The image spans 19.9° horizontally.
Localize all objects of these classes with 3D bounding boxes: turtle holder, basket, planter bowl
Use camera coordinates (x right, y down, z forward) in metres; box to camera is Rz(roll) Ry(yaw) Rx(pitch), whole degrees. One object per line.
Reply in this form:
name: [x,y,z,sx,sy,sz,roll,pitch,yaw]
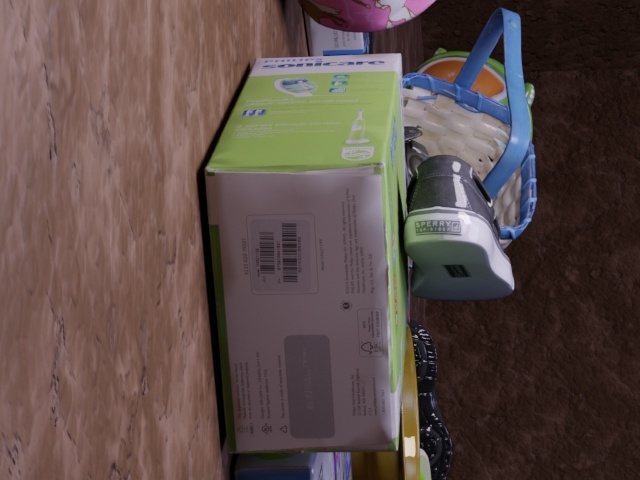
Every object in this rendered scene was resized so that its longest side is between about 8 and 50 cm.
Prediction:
turtle holder: [0.191,-0.139,2.916,0.320,0.243,0.227,-50,178,29]
basket: [0.172,-0.105,2.201,0.289,0.201,0.255,-55,-159,40]
planter bowl: [0.052,0.197,1.911,0.217,0.090,0.217,-3,90,-83]

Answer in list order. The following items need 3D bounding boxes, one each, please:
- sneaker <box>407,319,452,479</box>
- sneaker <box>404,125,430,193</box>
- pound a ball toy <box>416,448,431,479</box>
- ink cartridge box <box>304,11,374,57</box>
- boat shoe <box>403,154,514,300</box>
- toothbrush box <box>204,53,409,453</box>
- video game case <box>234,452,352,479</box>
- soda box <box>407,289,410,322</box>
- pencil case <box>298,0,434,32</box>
sneaker: [0.136,0.248,2.696,0.130,0.109,0.286,-95,-176,-81]
sneaker: [0.038,-0.072,1.686,0.227,0.130,0.087,18,68,-82]
pound a ball toy: [0.079,0.376,2.110,0.208,0.135,0.319,-122,-162,-44]
ink cartridge box: [0.025,-0.313,1.942,0.165,0.065,0.333,81,9,-49]
boat shoe: [0.097,-0.008,1.342,0.228,0.080,0.076,48,42,-71]
toothbrush box: [0.000,0.000,1.307,0.283,0.122,0.206,-74,162,-68]
video game case: [-0.013,0.232,1.406,0.244,0.061,0.269,-74,162,-67]
soda box: [0.089,0.057,2.480,0.183,0.058,0.063,75,15,-69]
pencil case: [0.029,-0.333,1.512,0.386,0.160,0.167,74,16,-65]
